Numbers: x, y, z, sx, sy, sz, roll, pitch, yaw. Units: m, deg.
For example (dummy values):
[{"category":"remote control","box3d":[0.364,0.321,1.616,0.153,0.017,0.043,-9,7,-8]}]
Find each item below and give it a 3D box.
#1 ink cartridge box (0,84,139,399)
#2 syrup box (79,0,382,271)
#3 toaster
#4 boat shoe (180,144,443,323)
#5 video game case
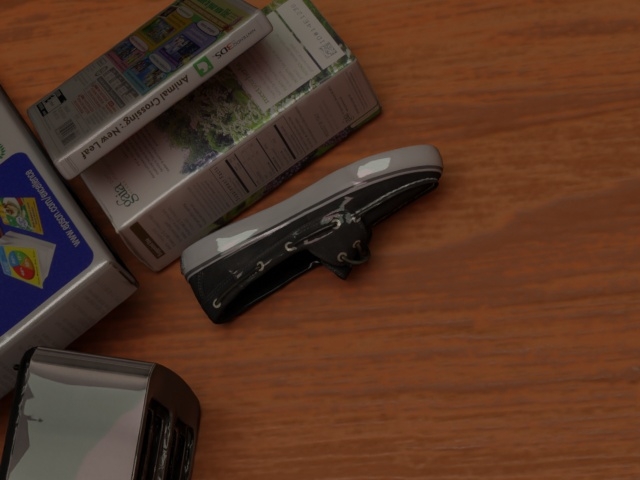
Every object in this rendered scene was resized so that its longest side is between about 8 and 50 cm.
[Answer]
[{"category":"ink cartridge box","box3d":[-0.340,0.028,1.359,0.307,0.072,0.303,-39,54,0]},{"category":"syrup box","box3d":[-0.078,-0.089,1.362,0.237,0.096,0.093,-36,63,-1]},{"category":"toaster","box3d":[-0.168,0.168,1.258,0.110,0.168,0.185,5,73,10]},{"category":"boat shoe","box3d":[0.000,0.000,1.329,0.228,0.080,0.076,-24,74,4]},{"category":"video game case","box3d":[-0.142,-0.134,1.340,0.193,0.212,0.023,-37,111,-3]}]
